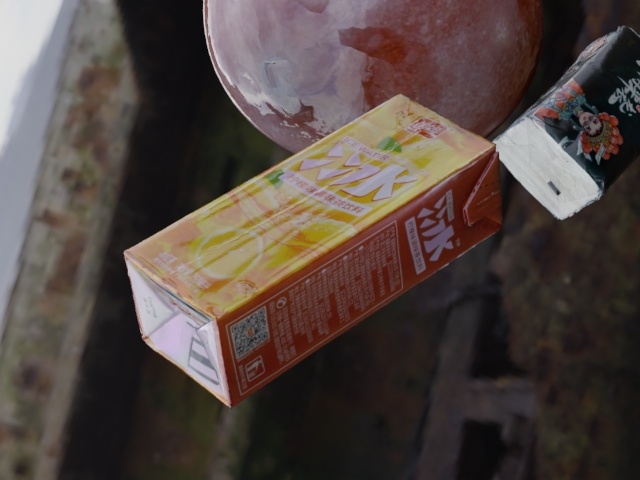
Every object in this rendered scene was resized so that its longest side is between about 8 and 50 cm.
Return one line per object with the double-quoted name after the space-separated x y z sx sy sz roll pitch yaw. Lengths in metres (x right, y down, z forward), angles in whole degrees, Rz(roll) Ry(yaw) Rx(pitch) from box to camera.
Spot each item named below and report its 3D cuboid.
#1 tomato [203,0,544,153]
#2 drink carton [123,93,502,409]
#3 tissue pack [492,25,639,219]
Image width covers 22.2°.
0.032 -0.173 1.267 0.227 0.270 0.270 -46 -8 -38 "tomato"
0.000 0.000 0.989 0.223 0.096 0.071 -32 -46 -28 "drink carton"
0.249 -0.109 1.486 0.170 0.103 0.090 -43 0 -35 "tissue pack"
